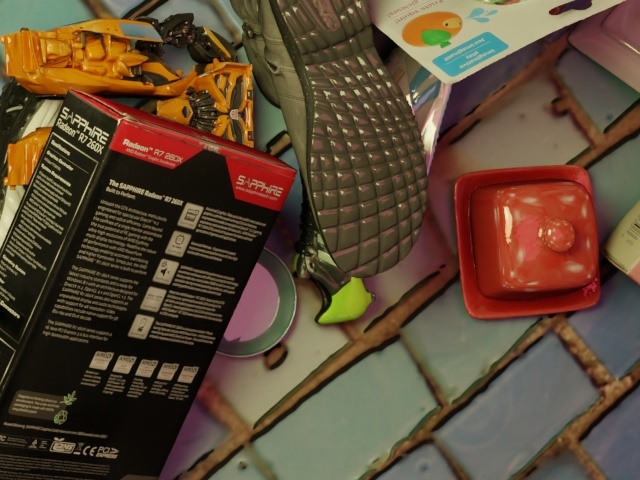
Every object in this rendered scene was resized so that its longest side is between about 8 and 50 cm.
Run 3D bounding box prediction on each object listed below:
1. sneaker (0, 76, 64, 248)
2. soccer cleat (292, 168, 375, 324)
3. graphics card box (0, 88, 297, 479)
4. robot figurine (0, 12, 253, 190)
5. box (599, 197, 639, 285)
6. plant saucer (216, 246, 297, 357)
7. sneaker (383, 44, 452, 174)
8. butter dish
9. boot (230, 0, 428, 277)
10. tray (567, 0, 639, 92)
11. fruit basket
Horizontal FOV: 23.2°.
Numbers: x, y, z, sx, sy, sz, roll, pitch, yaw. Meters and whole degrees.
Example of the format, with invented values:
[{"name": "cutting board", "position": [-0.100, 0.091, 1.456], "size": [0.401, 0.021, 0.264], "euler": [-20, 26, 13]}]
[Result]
[{"name": "sneaker", "position": [-0.270, -0.081, 1.540], "size": [0.108, 0.100, 0.272], "euler": [24, 77, -36]}, {"name": "soccer cleat", "position": [0.000, 0.000, 1.609], "size": [0.072, 0.060, 0.179], "euler": [-17, 93, -11]}, {"name": "graphics card box", "position": [-0.194, 0.064, 1.436], "size": [0.233, 0.094, 0.371], "euler": [15, 102, -49]}, {"name": "robot figurine", "position": [-0.170, -0.120, 1.507], "size": [0.291, 0.085, 0.211], "euler": [-3, 92, -44]}, {"name": "box", "position": [0.439, 0.033, 1.656], "size": [0.232, 0.127, 0.149], "euler": [37, 97, -11]}, {"name": "plant saucer", "position": [-0.084, 0.060, 1.603], "size": [0.119, 0.021, 0.119], "euler": [1, 87, -13]}, {"name": "sneaker", "position": [0.081, -0.152, 1.625], "size": [0.092, 0.087, 0.229], "euler": [15, 81, -9]}, {"name": "butter dish", "position": [0.232, -0.003, 1.634], "size": [0.160, 0.118, 0.160], "euler": [-4, 87, -13]}, {"name": "boot", "position": [0.001, -0.137, 1.540], "size": [0.118, 0.222, 0.338], "euler": [-12, 97, -16]}, {"name": "tray", "position": [0.408, -0.282, 1.717], "size": [0.145, 0.030, 0.270], "euler": [37, 78, 12]}, {"name": "fruit basket", "position": [0.169, -0.302, 1.522], "size": [0.327, 0.353, 0.165], "euler": [-26, 125, -13]}]
